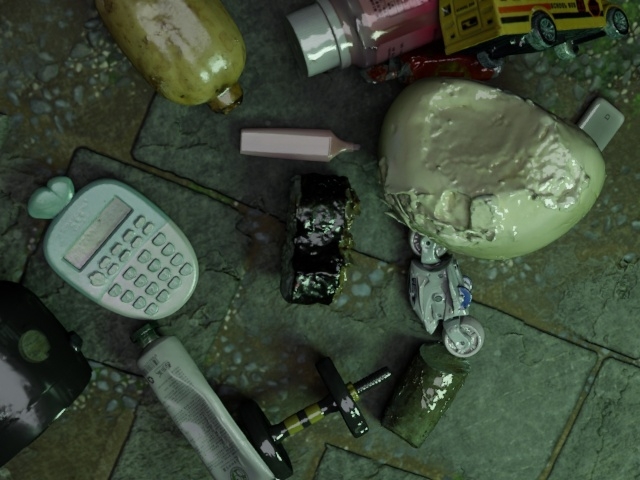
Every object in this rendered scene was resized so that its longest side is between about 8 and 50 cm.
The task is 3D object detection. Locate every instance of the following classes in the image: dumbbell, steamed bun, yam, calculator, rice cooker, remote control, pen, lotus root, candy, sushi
[{"bbox_3d":[-0.027,0.294,1.565,0.325,0.143,0.143,-29,106,-4],"label":"dumbbell"},{"bbox_3d":[0.247,-0.087,1.439,0.333,0.312,0.233,24,87,26],"label":"steamed bun"},{"bbox_3d":[0.174,0.267,1.620,0.107,0.107,0.183,26,100,-15],"label":"yam"},{"bbox_3d":[-0.326,0.007,1.502,0.295,0.042,0.184,41,92,-19],"label":"calculator"},{"bbox_3d":[-0.486,0.194,1.407,0.267,0.267,0.224,-42,99,0],"label":"rice cooker"},{"bbox_3d":[0.422,-0.124,1.621,0.067,0.029,0.261,35,94,-15],"label":"remote control"},{"bbox_3d":[-0.031,-0.156,1.528,0.197,0.032,0.053,3,100,-9],"label":"pen"},{"bbox_3d":[-0.214,-0.307,1.403,0.160,0.146,0.284,-32,110,16],"label":"lotus root"},{"bbox_3d":[0.201,-0.285,1.516,0.292,0.086,0.059,-8,120,-9],"label":"candy"},{"bbox_3d":[0.000,0.000,1.508,0.115,0.147,0.213,5,94,-7],"label":"sushi"}]

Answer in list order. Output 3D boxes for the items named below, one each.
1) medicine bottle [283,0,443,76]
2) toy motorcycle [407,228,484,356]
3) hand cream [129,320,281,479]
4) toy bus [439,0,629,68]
[{"bbox_3d":[0.074,-0.340,1.451,0.247,0.147,0.147,-22,105,-5],"label":"medicine bottle"},{"bbox_3d":[0.199,0.083,1.596,0.112,0.112,0.254,-22,102,-6],"label":"toy motorcycle"},{"bbox_3d":[-0.191,0.278,1.513,0.121,0.076,0.336,-41,81,37],"label":"hand cream"},{"bbox_3d":[0.330,-0.341,1.447,0.335,0.121,0.123,-15,90,-40],"label":"toy bus"}]
